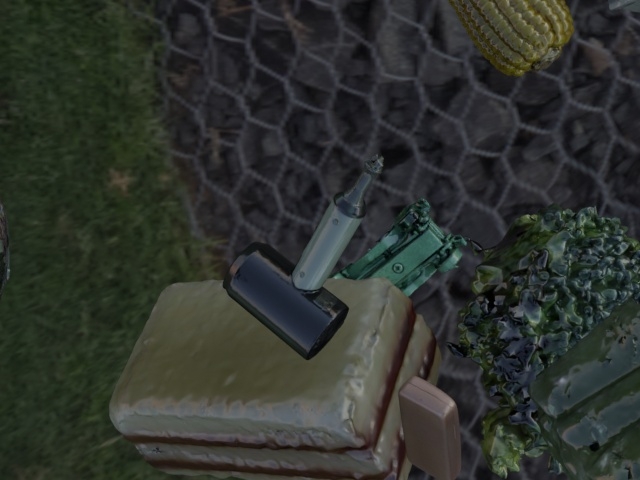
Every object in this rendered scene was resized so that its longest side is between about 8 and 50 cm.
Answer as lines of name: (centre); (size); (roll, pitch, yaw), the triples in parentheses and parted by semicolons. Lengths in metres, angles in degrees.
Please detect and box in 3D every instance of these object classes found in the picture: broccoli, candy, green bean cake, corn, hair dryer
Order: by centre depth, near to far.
green bean cake: (0.241, 0.162, 0.793); (0.125, 0.227, 0.222); (-38, 126, -1)
hair dryer: (0.000, 0.000, 1.088); (0.100, 0.057, 0.198); (39, 125, 10)
corn: (0.122, -0.237, 1.115); (0.080, 0.080, 0.231); (-37, 85, 18)
candy: (-0.048, 0.140, 1.354); (0.320, 0.179, 0.135); (-1, 138, 35)
broccoli: (0.294, 0.102, 1.640); (0.281, 0.348, 0.293); (-18, 92, 56)

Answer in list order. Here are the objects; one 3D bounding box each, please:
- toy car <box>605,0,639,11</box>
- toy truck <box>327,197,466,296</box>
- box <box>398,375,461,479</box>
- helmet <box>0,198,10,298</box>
toy car: (0.448, -0.353, 1.587); (0.301, 0.193, 0.118); (-10, 92, 57)
toy truck: (0.078, 0.026, 1.427); (0.080, 0.078, 0.154); (45, 110, -6)
box: (0.090, 0.154, 1.094); (0.048, 0.115, 0.025); (26, 60, 27)
helmet: (-0.276, 0.006, 0.969); (0.153, 0.107, 0.177); (-35, 75, 50)
